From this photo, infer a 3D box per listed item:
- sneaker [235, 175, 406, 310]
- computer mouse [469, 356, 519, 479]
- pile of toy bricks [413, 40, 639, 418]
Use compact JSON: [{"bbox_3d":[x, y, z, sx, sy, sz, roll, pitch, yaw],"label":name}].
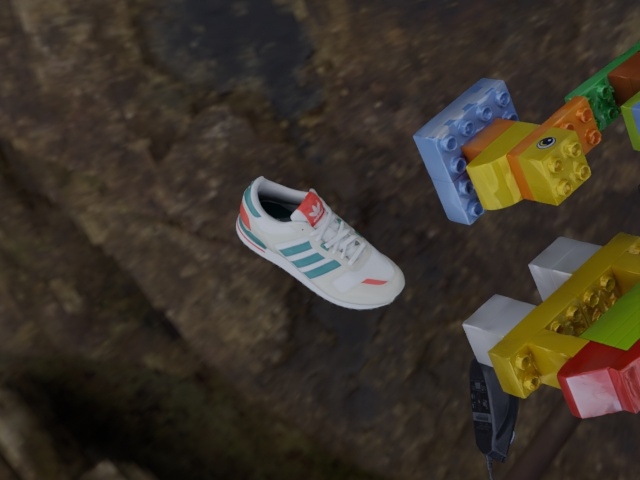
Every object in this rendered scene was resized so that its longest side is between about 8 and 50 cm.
[{"bbox_3d":[0.000,0.000,1.566,0.161,0.057,0.075,30,150,13],"label":"sneaker"},{"bbox_3d":[0.180,0.224,1.790,0.041,0.071,0.242,-5,91,-13],"label":"computer mouse"},{"bbox_3d":[0.132,-0.046,0.543,0.105,0.212,0.118,15,138,50],"label":"pile of toy bricks"}]
